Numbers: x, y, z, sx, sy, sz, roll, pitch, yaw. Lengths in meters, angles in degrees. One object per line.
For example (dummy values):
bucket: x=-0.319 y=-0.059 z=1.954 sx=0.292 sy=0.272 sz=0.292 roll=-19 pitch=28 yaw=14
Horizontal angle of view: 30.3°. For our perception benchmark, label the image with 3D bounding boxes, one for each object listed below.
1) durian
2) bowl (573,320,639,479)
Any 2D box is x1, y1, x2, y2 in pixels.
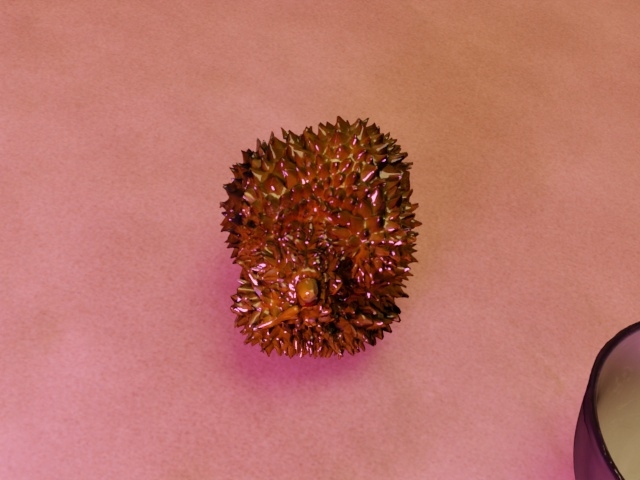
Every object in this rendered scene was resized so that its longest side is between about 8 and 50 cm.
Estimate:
durian: x=-0.001 y=0.004 z=1.332 sx=0.258 sy=0.258 sz=0.293 roll=12 pitch=61 yaw=-7
bowl: x=0.411 y=0.263 z=1.222 sx=0.353 sy=0.185 sz=0.354 roll=10 pitch=41 yaw=-8
